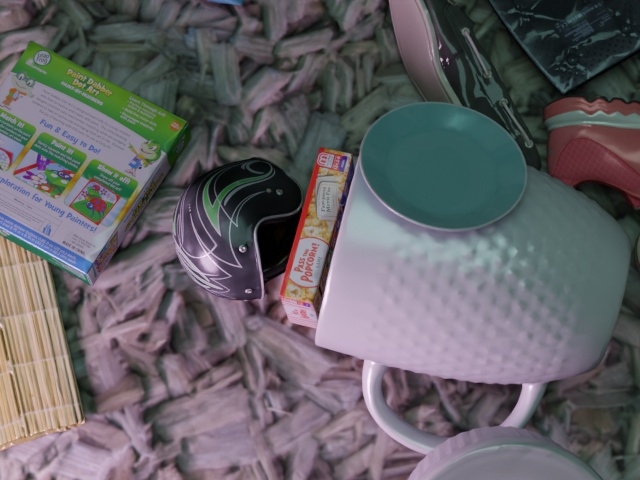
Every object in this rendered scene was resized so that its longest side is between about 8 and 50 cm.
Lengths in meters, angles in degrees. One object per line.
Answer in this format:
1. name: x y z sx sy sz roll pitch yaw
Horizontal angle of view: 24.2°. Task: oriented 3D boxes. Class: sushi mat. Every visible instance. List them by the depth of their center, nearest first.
1. sushi mat: -0.407 0.108 1.916 0.151 0.019 0.316 -16 73 0

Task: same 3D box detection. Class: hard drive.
1. hard drive: 0.313 -0.323 1.971 0.172 0.054 0.254 -31 75 -5

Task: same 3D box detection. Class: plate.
1. plate: 0.135 -0.078 1.652 0.188 0.024 0.188 4 51 -6

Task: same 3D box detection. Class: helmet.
1. helmet: -0.104 -0.010 1.855 0.161 0.169 0.169 -39 75 -25

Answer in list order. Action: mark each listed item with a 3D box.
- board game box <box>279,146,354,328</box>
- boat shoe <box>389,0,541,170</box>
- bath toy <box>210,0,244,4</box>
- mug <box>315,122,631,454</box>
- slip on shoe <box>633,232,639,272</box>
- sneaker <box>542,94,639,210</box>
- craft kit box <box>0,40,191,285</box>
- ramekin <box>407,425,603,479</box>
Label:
1. board game box: 0.000 0.000 1.853 0.045 0.147 0.193 13 75 7
2. boat shoe: 0.183 -0.215 1.930 0.095 0.112 0.335 -17 79 -19
3. bath toy: -0.105 -0.489 2.016 0.129 0.151 0.348 14 72 44
4. mug: 0.174 0.078 1.774 0.328 0.276 0.374 14 99 3
5. slip on shoe: 0.549 -0.025 1.847 0.331 0.101 0.123 -15 75 1
6. sneaker: 0.435 -0.101 1.886 0.314 0.116 0.136 5 85 12
7. craft kit box: -0.337 -0.104 1.942 0.250 0.061 0.246 28 75 11
8. ramekin: 0.207 0.338 1.709 0.273 0.127 0.272 0 103 -2
